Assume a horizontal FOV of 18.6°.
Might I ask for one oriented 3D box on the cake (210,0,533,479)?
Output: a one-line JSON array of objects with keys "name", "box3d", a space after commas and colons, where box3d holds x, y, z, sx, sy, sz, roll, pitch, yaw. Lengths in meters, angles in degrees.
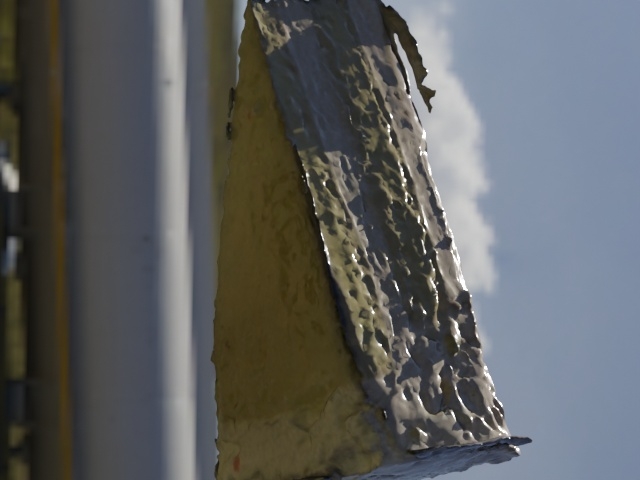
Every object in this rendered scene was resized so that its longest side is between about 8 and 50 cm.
[{"name": "cake", "box3d": [0.000, 0.000, 0.455, 0.065, 0.052, 0.121, -33, -117, 47]}]
